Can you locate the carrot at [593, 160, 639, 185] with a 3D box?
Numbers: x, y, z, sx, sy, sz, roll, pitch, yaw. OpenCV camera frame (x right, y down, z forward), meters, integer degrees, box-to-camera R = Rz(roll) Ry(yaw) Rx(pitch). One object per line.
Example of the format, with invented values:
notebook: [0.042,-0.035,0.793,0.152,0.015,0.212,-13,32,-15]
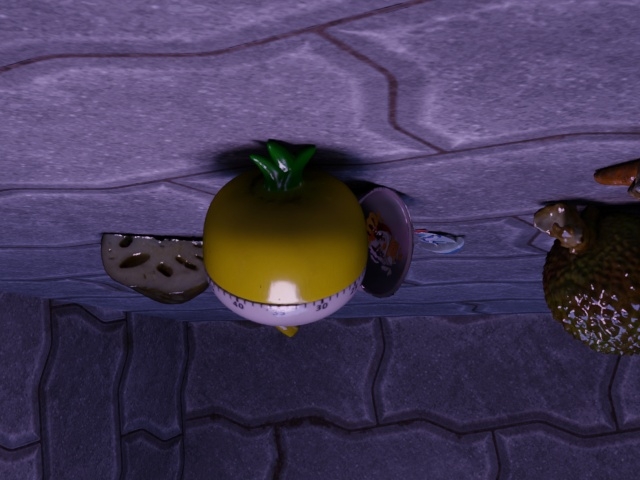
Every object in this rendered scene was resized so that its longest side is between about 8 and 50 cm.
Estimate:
carrot: [0.498,-0.104,1.394,0.047,0.047,0.191,8,169,-36]

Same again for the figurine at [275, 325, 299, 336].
figurine: [-0.092,0.072,2.003,0.169,0.218,0.326,-16,159,-32]

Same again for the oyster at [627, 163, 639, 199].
oyster: [0.517,-0.119,1.187,0.260,0.092,0.198,-13,167,42]

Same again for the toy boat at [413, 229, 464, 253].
toy boat: [0.268,-0.005,2.039,0.105,0.034,0.149,1,158,16]

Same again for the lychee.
lychee: [0.547,0.069,1.722,0.270,0.319,0.270,-9,-151,5]

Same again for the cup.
cup: [0.000,0.000,1.676,0.289,0.202,0.203,0,172,40]

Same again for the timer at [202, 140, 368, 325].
timer: [-0.055,-0.034,1.395,0.285,0.285,0.285,1,170,0]

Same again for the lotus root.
lotus root: [-0.393,0.076,2.201,0.267,0.149,0.260,6,169,-9]
